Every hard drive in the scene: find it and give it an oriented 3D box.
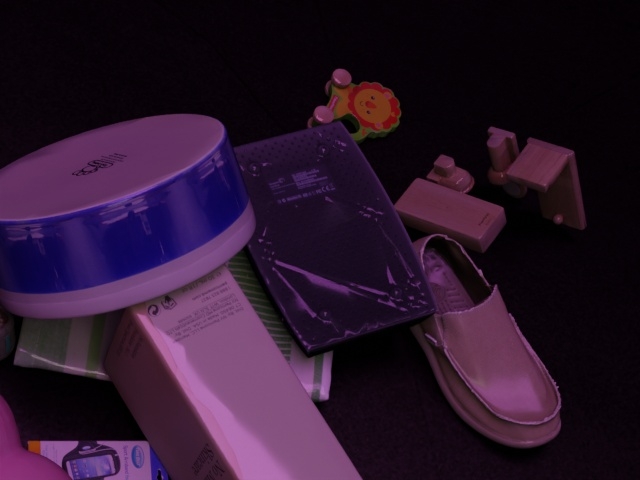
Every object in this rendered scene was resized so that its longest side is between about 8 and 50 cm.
[{"bbox_3d":[0.000,0.000,1.847,0.172,0.054,0.254,-16,62,-21],"label":"hard drive"}]

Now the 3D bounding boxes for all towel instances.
[{"bbox_3d":[-0.140,0.048,1.838,0.325,0.038,0.247,10,56,-7],"label":"towel"}]

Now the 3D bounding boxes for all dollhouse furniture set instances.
[{"bbox_3d":[0.190,-0.027,1.943,0.144,0.123,0.151,21,58,32],"label":"dollhouse furniture set"}]

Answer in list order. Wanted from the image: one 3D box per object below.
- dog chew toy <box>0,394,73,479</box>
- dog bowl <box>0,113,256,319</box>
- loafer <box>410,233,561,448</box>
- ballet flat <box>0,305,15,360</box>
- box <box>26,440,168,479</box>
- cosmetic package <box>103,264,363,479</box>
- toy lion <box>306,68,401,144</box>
[{"bbox_3d":[-0.306,0.257,1.563,0.332,0.206,0.206,40,56,5],"label":"dog chew toy"},{"bbox_3d":[-0.203,-0.028,1.701,0.265,0.104,0.265,-14,20,5],"label":"dog bowl"},{"bbox_3d":[0.161,0.102,1.843,0.102,0.092,0.268,-27,66,-26],"label":"loafer"},{"bbox_3d":[-0.394,0.044,1.757,0.213,0.068,0.072,33,55,9],"label":"ballet flat"},{"bbox_3d":[-0.217,0.236,1.698,0.136,0.028,0.081,3,56,-15],"label":"box"},{"bbox_3d":[-0.074,0.194,1.661,0.113,0.160,0.309,-25,72,-26],"label":"cosmetic package"},{"bbox_3d":[0.044,-0.148,2.023,0.096,0.034,0.100,28,54,-4],"label":"toy lion"}]
